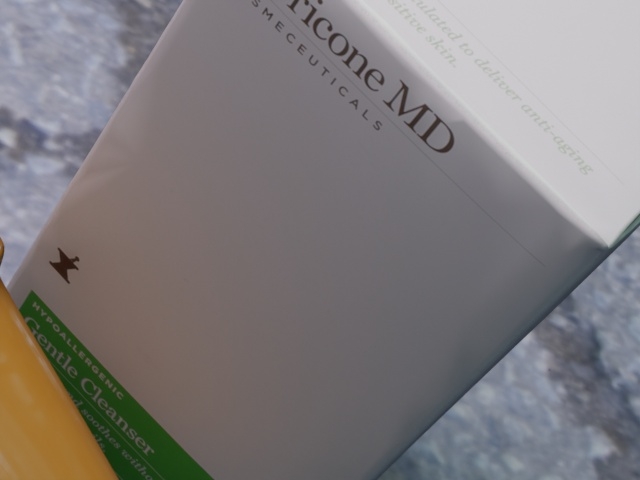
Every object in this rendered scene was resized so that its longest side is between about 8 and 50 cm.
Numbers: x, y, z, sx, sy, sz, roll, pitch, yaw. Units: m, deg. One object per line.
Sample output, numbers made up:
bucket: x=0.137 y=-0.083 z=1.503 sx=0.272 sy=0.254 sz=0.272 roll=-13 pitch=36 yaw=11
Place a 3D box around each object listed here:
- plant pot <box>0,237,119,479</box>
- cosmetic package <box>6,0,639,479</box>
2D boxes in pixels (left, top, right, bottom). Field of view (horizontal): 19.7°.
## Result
plant pot: x=-0.185 y=0.098 z=0.791 sx=0.188 sy=0.205 sz=0.205 roll=50 pitch=46 yaw=-11
cosmetic package: x=0.000 y=0.000 z=0.838 sx=0.197 sy=0.365 sz=0.155 roll=44 pitch=47 yaw=7
